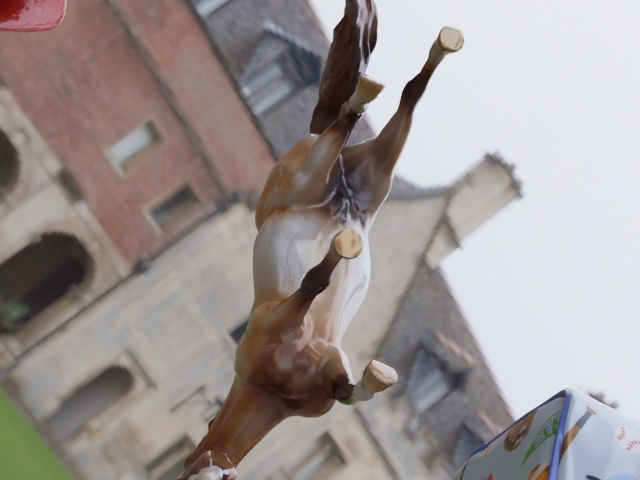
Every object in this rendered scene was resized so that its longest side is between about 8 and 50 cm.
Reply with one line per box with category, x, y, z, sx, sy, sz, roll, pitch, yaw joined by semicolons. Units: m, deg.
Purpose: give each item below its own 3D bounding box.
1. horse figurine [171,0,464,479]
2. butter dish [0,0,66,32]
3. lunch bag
horse figurine;0.000;0.000;0.635;0.066;0.263;0.174;18;-29;-13
butter dish;-0.194;-0.201;0.705;0.118;0.159;0.160;-11;-97;55
lunch bag;0.132;0.257;0.896;0.114;0.243;0.303;20;-38;-6
